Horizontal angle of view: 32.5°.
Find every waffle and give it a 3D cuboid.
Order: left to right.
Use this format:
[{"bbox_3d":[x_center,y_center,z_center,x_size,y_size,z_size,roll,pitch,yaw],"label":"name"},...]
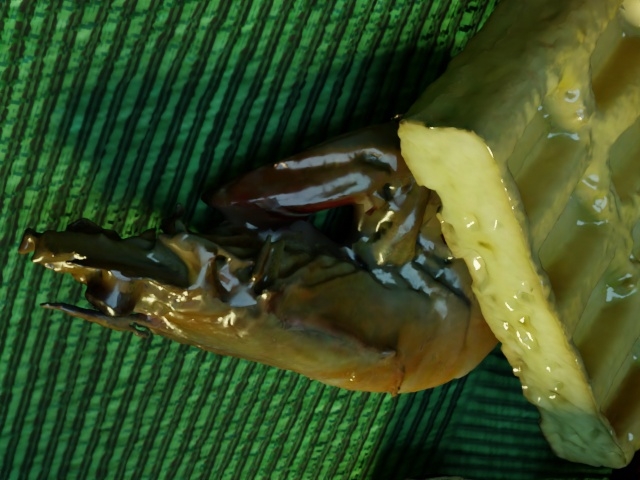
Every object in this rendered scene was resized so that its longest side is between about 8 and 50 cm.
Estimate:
[{"bbox_3d":[0.147,-0.016,0.580,0.168,0.057,0.274,-49,130,-24],"label":"waffle"}]

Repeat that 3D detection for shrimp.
[{"bbox_3d":[0.000,0.000,0.547,0.287,0.063,0.152,13,109,-34],"label":"shrimp"}]

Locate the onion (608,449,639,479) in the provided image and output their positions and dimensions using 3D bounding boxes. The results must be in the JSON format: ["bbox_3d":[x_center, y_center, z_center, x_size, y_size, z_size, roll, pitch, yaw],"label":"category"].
[{"bbox_3d":[0.329,0.212,0.677,0.341,0.341,0.341,-12,121,-20],"label":"onion"}]

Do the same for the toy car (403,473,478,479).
[{"bbox_3d":[0.044,0.238,0.695,0.090,0.076,0.224,3,112,-27],"label":"toy car"}]
